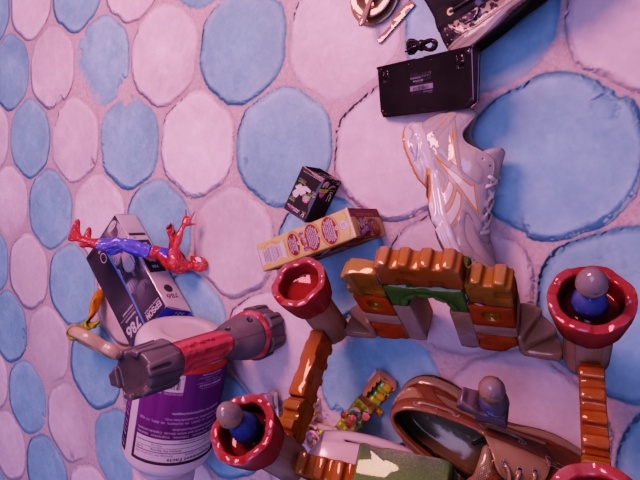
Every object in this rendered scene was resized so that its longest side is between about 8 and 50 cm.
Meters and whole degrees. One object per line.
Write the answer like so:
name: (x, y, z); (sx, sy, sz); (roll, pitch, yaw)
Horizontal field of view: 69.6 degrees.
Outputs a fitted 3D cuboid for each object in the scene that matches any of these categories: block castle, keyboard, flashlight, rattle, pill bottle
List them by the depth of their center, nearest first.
block castle: (0.117, 0.167, 0.554); (0.452, 0.213, 0.303); (0, 52, 29)
keyboard: (0.152, -0.242, 0.673); (0.180, 0.023, 0.108); (12, 114, 51)
flashlight: (-0.182, 0.180, 0.772); (0.103, 0.304, 0.103); (29, 106, 26)
pill bottle: (-0.291, 0.327, 0.919); (0.181, 0.181, 0.323); (17, 101, 30)
rattle: (-0.504, 0.232, 1.134); (0.199, 0.143, 0.130); (17, 134, 15)

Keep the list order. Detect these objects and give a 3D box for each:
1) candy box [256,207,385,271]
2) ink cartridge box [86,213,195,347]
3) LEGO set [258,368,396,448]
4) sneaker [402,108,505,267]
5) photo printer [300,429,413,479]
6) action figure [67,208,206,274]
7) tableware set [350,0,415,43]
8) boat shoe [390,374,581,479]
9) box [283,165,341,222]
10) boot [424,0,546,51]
candy box: (0.000, 0.000, 0.766); (0.186, 0.109, 0.053); (-23, 80, 31)
ink cartridge box: (-0.413, 0.115, 1.054); (0.165, 0.065, 0.333); (-46, 70, 24)
LEGO set: (0.000, 0.313, 0.781); (0.286, 0.107, 0.132); (-21, 82, 31)
sneaker: (0.211, -0.068, 0.644); (0.120, 0.099, 0.263); (-24, 81, 26)
photo printer: (0.067, 0.447, 0.703); (0.255, 0.107, 0.308); (20, 104, 3)
action figure: (-0.366, -0.013, 0.981); (0.280, 0.091, 0.139); (18, 76, 1)
tableware set: (0.117, -0.428, 0.715); (0.194, 0.039, 0.128); (-43, 71, 26)
boat shoe: (0.237, 0.307, 0.628); (0.323, 0.119, 0.123); (22, 103, 29)
box: (-0.014, -0.079, 0.797); (0.052, 0.062, 0.083); (35, 109, 24)
boot: (0.231, -0.381, 0.607); (0.236, 0.085, 0.179); (-36, 84, 32)
